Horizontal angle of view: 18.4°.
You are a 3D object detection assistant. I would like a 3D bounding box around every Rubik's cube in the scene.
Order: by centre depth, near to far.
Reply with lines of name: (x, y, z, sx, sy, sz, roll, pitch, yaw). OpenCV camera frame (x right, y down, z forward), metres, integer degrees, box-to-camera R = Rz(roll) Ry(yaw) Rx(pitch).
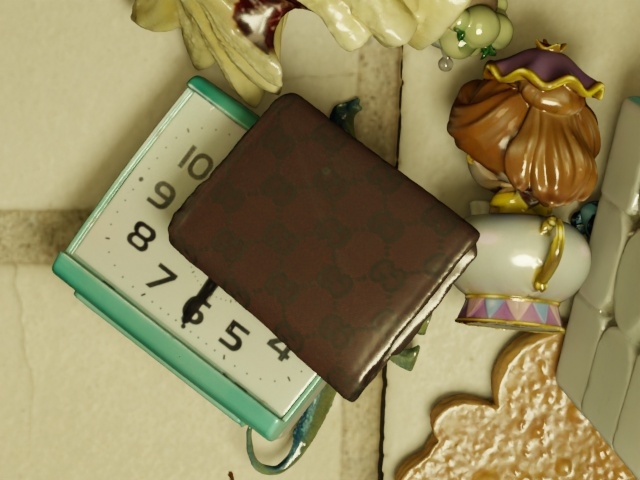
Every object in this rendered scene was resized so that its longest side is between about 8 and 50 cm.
Rubik's cube: (0.404, 0.060, 1.712, 0.291, 0.290, 0.291, 9, 103, -11)

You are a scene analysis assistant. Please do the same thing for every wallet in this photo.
wallet: (0.000, 0.000, 1.692, 0.229, 0.049, 0.182, 39, 90, 15)

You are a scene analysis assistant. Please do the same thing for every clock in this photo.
clock: (-0.071, 0.019, 1.784, 0.262, 0.116, 0.231, 36, 90, 13)

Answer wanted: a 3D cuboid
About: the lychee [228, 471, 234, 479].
lychee: (-0.127, 0.305, 1.851, 0.140, 0.101, 0.114, -20, 101, -2)

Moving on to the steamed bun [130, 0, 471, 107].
steamed bun: (-0.086, -0.263, 1.715, 0.428, 0.247, 0.189, 41, 81, 7)

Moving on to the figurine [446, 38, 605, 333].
figurine: (0.184, -0.050, 1.781, 0.142, 0.189, 0.264, 8, 86, -23)

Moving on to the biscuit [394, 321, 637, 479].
biscuit: (0.210, 0.197, 1.889, 0.288, 0.044, 0.202, -34, 102, 3)

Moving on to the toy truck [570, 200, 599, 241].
toy truck: (0.289, -0.016, 1.859, 0.090, 0.056, 0.073, -32, 107, -13)

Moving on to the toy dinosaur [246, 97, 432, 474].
toy dinosaur: (0.041, 0.056, 1.842, 0.147, 0.076, 0.363, 15, 94, 7)

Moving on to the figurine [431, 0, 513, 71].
figurine: (0.116, -0.253, 1.778, 0.093, 0.147, 0.197, -9, 94, 42)
